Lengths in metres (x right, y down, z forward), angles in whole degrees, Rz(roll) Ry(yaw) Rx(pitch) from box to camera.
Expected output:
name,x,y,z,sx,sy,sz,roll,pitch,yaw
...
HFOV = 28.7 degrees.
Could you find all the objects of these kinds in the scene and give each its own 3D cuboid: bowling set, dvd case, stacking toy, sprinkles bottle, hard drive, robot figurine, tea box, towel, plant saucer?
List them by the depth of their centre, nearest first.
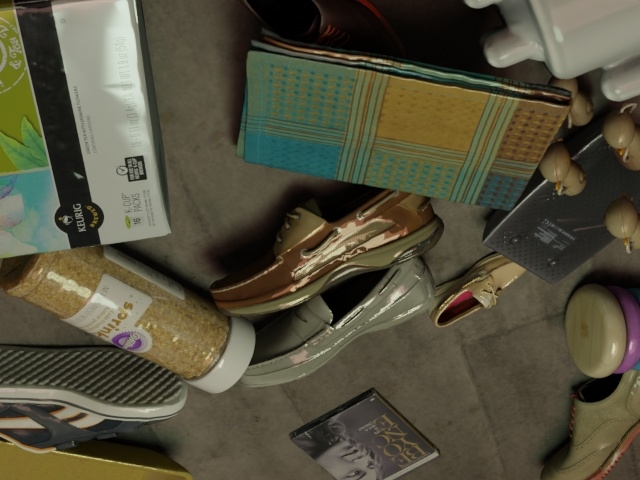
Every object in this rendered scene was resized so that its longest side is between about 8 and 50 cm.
name,x,y,z,sx,sy,sz,roll,pitch,yaw
tea box,-0.346,-0.170,1.363,0.323,0.220,0.329,-8,133,-4
robot figurine,0.333,-0.310,1.396,0.353,0.200,0.300,-21,104,8
towel,0.087,-0.137,1.501,0.370,0.040,0.271,10,154,-4
bowling set,0.317,-0.126,1.560,0.199,0.287,0.154,-1,169,24
sprinkles bottle,-0.255,0.089,1.690,0.355,0.121,0.121,31,119,-33
hard drive,0.359,-0.058,1.733,0.172,0.054,0.254,28,121,-32
stacking toy,0.547,0.128,1.908,0.330,0.141,0.141,-3,133,-19
plant saucer,-0.415,0.410,1.974,0.332,0.081,0.333,15,128,-24
dvd case,0.077,0.340,2.063,0.164,0.018,0.221,-31,131,16

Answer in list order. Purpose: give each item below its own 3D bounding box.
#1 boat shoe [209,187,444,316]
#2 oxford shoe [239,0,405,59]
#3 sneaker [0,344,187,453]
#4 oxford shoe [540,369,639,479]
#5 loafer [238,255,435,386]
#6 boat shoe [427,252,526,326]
name,x,y,z,sx,sy,sz,roll,pitch,yaw
boat shoe,0.000,0.000,1.681,0.323,0.122,0.120,-22,103,5
oxford shoe,-0.004,-0.246,1.450,0.271,0.098,0.097,27,122,-31
sneaker,-0.354,0.231,1.798,0.321,0.126,0.128,7,126,-4
oxford shoe,0.456,0.295,2.063,0.130,0.123,0.348,34,123,-5
loafer,0.007,0.102,1.774,0.319,0.112,0.111,-30,127,5
boat shoe,0.233,0.075,1.824,0.170,0.059,0.063,-32,131,17
